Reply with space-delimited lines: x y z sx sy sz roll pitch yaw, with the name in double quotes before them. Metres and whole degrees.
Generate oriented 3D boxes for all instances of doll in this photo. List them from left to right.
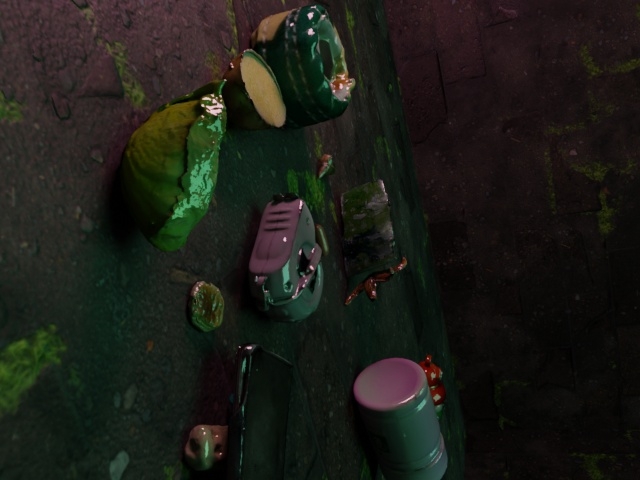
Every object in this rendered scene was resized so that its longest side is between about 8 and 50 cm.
"doll" 0.378 0.588 1.849 0.183 0.160 0.362 -32 131 -66

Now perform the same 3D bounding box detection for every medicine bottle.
"medicine bottle" 0.233 0.525 1.437 0.212 0.212 0.325 -63 139 -58

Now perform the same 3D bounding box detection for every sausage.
"sausage" 0.000 0.000 1.281 0.034 0.034 0.083 -46 124 -65

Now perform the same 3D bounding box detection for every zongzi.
"zongzi" 0.018 -0.190 1.410 0.076 0.040 0.083 59 41 -59

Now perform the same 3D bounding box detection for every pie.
"pie" -0.177 0.104 0.781 0.084 0.020 0.084 -9 90 -69

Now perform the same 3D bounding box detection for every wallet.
"wallet" -0.095 0.324 0.755 0.172 0.045 0.317 55 32 -58

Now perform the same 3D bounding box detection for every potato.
"potato" -0.137 -0.275 0.966 0.164 0.081 0.200 66 21 -17

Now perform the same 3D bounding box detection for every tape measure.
"tape measure" -0.061 0.058 0.978 0.197 0.120 0.236 62 32 -47

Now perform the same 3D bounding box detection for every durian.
"durian" -0.189 -0.105 0.665 0.101 0.139 0.250 60 29 -56

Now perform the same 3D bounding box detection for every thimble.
"thimble" -0.034 -0.393 1.159 0.288 0.168 0.253 7 76 -68

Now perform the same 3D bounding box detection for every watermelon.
"watermelon" 0.138 -0.018 1.542 0.302 0.151 0.263 73 10 -76

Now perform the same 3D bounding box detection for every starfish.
"starfish" 0.161 0.117 1.465 0.056 0.213 0.238 56 10 -6

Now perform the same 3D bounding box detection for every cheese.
"cheese" -0.137 0.317 0.767 0.194 0.044 0.064 45 44 -57

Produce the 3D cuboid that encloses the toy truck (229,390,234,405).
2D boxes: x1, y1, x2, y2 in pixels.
"toy truck" -0.121 0.280 0.834 0.044 0.039 0.083 -66 144 -48
